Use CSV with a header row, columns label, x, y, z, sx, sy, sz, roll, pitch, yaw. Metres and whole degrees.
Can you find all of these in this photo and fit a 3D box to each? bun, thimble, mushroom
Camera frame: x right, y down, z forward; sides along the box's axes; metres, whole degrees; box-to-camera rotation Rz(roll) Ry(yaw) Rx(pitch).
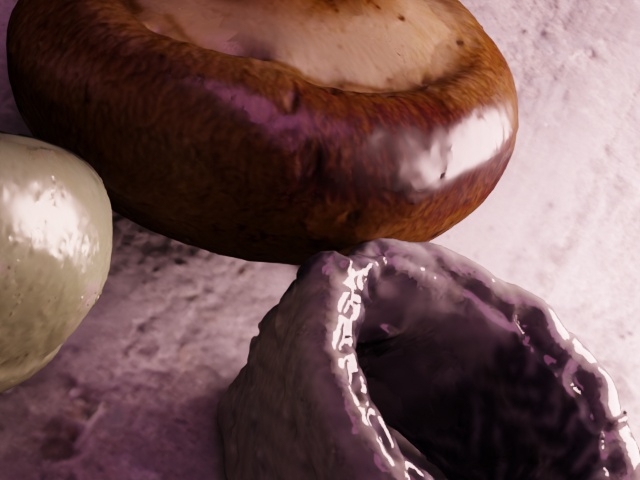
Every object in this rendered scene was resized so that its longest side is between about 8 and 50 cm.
label,x,y,z,sx,sy,sz,roll,pitch,yaw
bun,-0.258,0.021,0.740,0.293,0.293,0.187,11,86,-21
thimble,0.059,0.130,0.852,0.217,0.157,0.245,-24,67,-44
mushroom,-0.030,-0.107,0.970,0.345,0.239,0.345,-1,54,1
